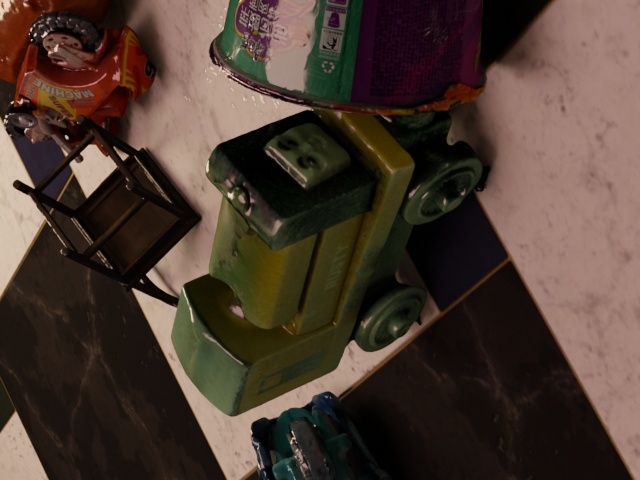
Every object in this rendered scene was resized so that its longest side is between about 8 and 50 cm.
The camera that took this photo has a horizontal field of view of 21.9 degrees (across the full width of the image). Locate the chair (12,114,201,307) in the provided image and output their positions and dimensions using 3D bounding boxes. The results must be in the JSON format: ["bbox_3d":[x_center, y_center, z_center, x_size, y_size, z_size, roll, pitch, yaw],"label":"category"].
[{"bbox_3d":[-0.243,-0.027,2.092,0.154,0.141,0.260,50,-171,30],"label":"chair"}]

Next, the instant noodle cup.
[{"bbox_3d":[0.035,-0.240,1.426,0.251,0.251,0.190,35,127,44],"label":"instant noodle cup"}]

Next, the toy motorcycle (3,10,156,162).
[{"bbox_3d":[-0.301,-0.190,2.058,0.298,0.171,0.089,126,143,-59],"label":"toy motorcycle"}]

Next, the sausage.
[{"bbox_3d":[-0.353,-0.301,2.072,0.268,0.153,0.141,-47,58,57],"label":"sausage"}]

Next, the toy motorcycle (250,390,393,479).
[{"bbox_3d":[0.013,0.308,1.884,0.206,0.154,0.260,-160,49,-81],"label":"toy motorcycle"}]

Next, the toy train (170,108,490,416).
[{"bbox_3d":[0.000,0.000,1.599,0.160,0.253,0.397,51,146,26],"label":"toy train"}]
